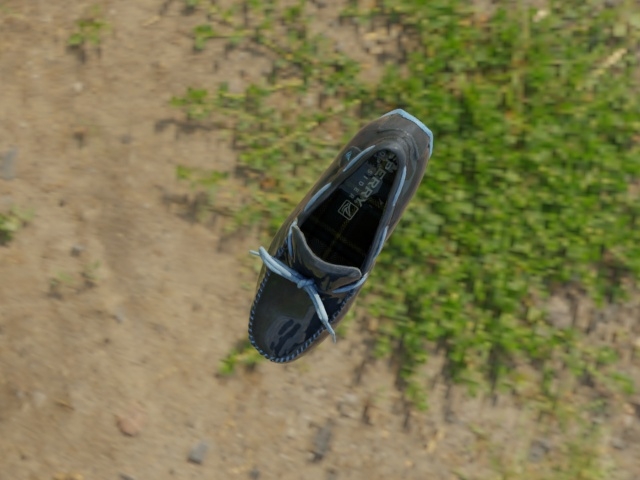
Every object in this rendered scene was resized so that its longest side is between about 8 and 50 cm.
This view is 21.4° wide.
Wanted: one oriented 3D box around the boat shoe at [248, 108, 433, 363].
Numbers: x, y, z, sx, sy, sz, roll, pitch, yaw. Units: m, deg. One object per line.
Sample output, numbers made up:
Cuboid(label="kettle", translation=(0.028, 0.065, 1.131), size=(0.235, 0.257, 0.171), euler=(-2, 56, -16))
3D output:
Cuboid(label="boat shoe", translation=(0.000, 0.000, 1.449), size=(0.109, 0.089, 0.258), euler=(27, 113, 5))
